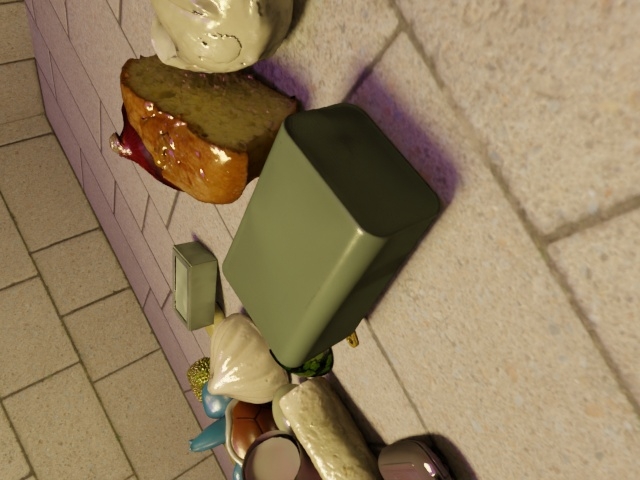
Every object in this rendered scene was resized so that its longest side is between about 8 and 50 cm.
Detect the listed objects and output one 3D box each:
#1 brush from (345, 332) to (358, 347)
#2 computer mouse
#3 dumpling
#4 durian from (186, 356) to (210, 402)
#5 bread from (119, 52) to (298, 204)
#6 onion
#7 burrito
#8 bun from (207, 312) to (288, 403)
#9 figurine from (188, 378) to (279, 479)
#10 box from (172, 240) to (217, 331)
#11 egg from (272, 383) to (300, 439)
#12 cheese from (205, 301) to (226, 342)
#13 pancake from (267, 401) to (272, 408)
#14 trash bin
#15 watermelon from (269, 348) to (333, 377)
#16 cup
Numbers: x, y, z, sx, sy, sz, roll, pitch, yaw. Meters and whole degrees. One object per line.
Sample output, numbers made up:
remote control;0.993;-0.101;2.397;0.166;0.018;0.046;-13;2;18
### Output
brush;0.029;0.098;0.902;0.082;0.010;0.218;9;120;56
computer mouse;0.170;0.406;0.865;0.120;0.057;0.232;55;153;15
dumpling;-0.124;-0.363;0.687;0.318;0.187;0.243;-16;59;53
durian;-0.372;0.481;1.734;0.198;0.146;0.159;5;118;40
bread;-0.189;-0.182;0.847;0.340;0.194;0.179;35;147;28
onion;-0.340;-0.215;1.059;0.272;0.195;0.272;157;90;-81
burrito;0.044;0.423;1.018;0.105;0.143;0.299;-47;65;21
bun;-0.221;0.338;1.313;0.263;0.175;0.263;36;145;31
figurine;-0.195;0.560;1.399;0.416;0.297;0.243;30;111;30
box;-0.375;0.133;1.468;0.129;0.086;0.225;35;127;42
egg;-0.052;0.401;1.167;0.152;0.114;0.114;45;146;39
cheese;-0.348;0.294;1.640;0.127;0.050;0.255;53;150;20
pancake;-0.176;0.543;1.580;0.199;0.021;0.199;39;143;38
trash bin;0.000;0.000;0.727;0.223;0.158;0.344;53;142;20
watermelon;-0.029;0.239;1.063;0.135;0.125;0.094;60;-173;-30
cup;-0.050;0.541;1.097;0.203;0.203;0.289;32;157;45
